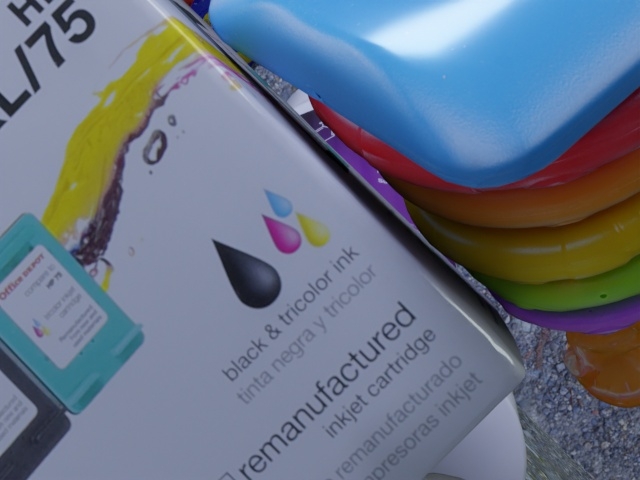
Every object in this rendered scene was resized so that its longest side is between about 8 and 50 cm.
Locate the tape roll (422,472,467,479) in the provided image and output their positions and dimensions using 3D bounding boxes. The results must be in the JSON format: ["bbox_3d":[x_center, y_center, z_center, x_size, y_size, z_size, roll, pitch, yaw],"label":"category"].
[{"bbox_3d":[0.124,0.269,0.466,0.392,0.072,0.392,46,14,-15],"label":"tape roll"}]

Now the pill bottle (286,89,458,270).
[{"bbox_3d":[0.026,-0.008,1.097,0.181,0.181,0.323,41,28,-34],"label":"pill bottle"}]

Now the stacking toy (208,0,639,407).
[{"bbox_3d":[0.105,-0.021,0.498,0.175,0.166,0.302,37,-16,44],"label":"stacking toy"}]

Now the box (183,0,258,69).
[{"bbox_3d":[-0.193,-0.243,1.185,0.177,0.279,0.290,47,6,21],"label":"box"}]

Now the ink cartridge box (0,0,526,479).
[{"bbox_3d":[-0.087,0.012,0.494,0.270,0.198,0.197,44,6,1],"label":"ink cartridge box"}]

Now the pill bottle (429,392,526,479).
[{"bbox_3d":[0.041,0.116,0.757,0.153,0.153,0.265,45,-2,-2],"label":"pill bottle"}]
